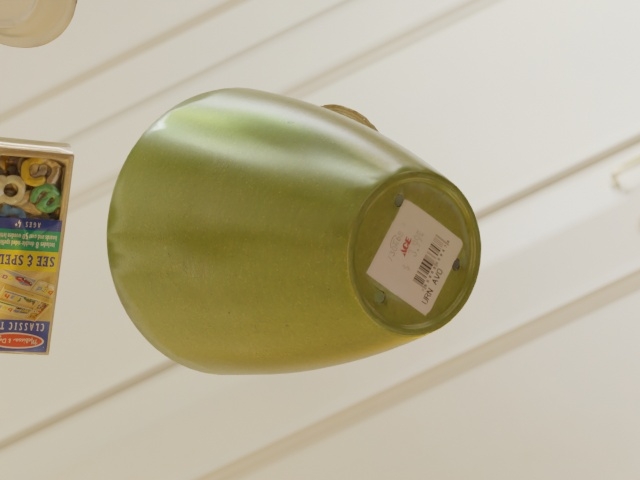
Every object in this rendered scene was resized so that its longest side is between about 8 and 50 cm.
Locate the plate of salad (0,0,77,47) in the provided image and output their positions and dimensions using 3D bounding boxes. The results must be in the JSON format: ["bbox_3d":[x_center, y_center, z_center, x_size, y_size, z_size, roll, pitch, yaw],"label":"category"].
[{"bbox_3d":[-0.295,-0.263,1.462,0.048,0.200,0.200,-51,-57,-40],"label":"plate of salad"}]

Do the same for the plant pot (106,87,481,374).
[{"bbox_3d":[0.000,0.000,1.439,0.293,0.275,0.275,6,128,56],"label":"plant pot"}]

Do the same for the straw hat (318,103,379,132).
[{"bbox_3d":[0.011,-0.092,1.906,0.061,0.144,0.144,44,-159,-82],"label":"straw hat"}]

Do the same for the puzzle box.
[{"bbox_3d":[-0.516,0.000,1.979,0.052,0.409,0.272,-130,46,-64],"label":"puzzle box"}]
